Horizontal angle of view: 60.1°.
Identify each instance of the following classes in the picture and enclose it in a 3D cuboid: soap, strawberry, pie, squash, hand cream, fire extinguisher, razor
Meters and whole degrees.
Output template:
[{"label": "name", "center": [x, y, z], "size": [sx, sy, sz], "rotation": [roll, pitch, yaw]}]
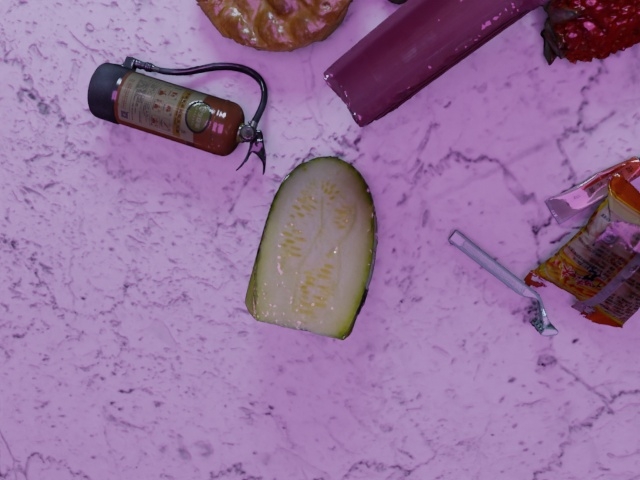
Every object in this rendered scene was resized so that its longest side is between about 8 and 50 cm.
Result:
[{"label": "soap", "center": [0.205, -0.349, 0.926], "size": [0.359, 0.233, 0.128], "rotation": [-32, 96, 31]}, {"label": "strawberry", "center": [0.529, -0.449, 0.954], "size": [0.306, 0.138, 0.233], "rotation": [-16, 100, 13]}, {"label": "pie", "center": [-0.080, -0.512, 1.029], "size": [0.339, 0.083, 0.339], "rotation": [4, 104, 16]}, {"label": "squash", "center": [0.000, 0.000, 1.103], "size": [0.234, 0.210, 0.309], "rotation": [15, 111, -9]}, {"label": "hand cream", "center": [0.555, -0.111, 1.091], "size": [0.216, 0.038, 0.052], "rotation": [-33, 71, 18]}, {"label": "fire extinguisher", "center": [-0.261, -0.279, 1.112], "size": [0.376, 0.113, 0.200], "rotation": [20, 105, 2]}, {"label": "razor", "center": [0.377, 0.078, 1.140], "size": [0.056, 0.111, 0.278], "rotation": [-45, 86, 12]}]

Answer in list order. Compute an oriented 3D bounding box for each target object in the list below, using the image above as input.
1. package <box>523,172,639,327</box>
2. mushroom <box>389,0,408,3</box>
[{"label": "package", "center": [0.574, 0.033, 1.082], "size": [0.223, 0.108, 0.288], "rotation": [30, 112, 3]}, {"label": "mushroom", "center": [0.141, -0.537, 1.001], "size": [0.141, 0.117, 0.188], "rotation": [-17, 97, 0]}]
